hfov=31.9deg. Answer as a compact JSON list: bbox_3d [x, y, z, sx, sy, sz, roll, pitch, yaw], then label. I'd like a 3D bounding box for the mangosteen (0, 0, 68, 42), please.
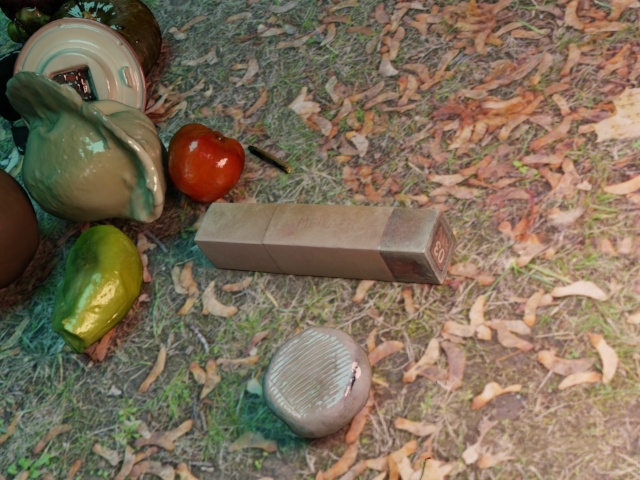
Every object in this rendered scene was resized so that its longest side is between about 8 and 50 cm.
[{"bbox_3d":[-0.541,-0.455,2.202,0.192,0.192,0.217,5,94,32],"label":"mangosteen"}]

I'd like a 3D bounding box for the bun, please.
[{"bbox_3d":[0.001,0.179,1.397,0.141,0.083,0.141,-12,58,19],"label":"bun"}]

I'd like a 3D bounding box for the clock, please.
[{"bbox_3d":[-0.412,-0.259,1.919,0.244,0.244,0.056,-15,10,17],"label":"clock"}]

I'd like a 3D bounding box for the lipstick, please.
[{"bbox_3d":[0.000,0.000,1.554,0.371,0.080,0.076,3,55,32],"label":"lipstick"}]

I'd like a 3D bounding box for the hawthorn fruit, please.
[{"bbox_3d":[-0.185,-0.117,1.730,0.140,0.125,0.125,-34,44,-4],"label":"hawthorn fruit"}]

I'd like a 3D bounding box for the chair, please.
[{"bbox_3d":[-0.553,-0.276,2.059,0.140,0.145,0.221,-34,45,0],"label":"chair"}]

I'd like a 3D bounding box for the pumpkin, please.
[{"bbox_3d":[-0.398,-0.355,2.025,0.224,0.157,0.223,-6,56,9],"label":"pumpkin"}]

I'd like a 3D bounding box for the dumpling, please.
[{"bbox_3d":[-0.368,-0.128,1.758,0.321,0.270,0.212,-1,78,22],"label":"dumpling"}]

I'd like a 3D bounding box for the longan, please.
[{"bbox_3d":[-0.561,-0.024,1.766,0.248,0.248,0.248,-16,47,17],"label":"longan"}]

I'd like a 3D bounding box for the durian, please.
[{"bbox_3d":[-0.337,0.055,1.678,0.139,0.101,0.250,-14,46,19],"label":"durian"}]

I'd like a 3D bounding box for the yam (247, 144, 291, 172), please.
[{"bbox_3d":[-0.081,-0.130,1.758,0.014,0.014,0.107,-46,46,-13],"label":"yam"}]
